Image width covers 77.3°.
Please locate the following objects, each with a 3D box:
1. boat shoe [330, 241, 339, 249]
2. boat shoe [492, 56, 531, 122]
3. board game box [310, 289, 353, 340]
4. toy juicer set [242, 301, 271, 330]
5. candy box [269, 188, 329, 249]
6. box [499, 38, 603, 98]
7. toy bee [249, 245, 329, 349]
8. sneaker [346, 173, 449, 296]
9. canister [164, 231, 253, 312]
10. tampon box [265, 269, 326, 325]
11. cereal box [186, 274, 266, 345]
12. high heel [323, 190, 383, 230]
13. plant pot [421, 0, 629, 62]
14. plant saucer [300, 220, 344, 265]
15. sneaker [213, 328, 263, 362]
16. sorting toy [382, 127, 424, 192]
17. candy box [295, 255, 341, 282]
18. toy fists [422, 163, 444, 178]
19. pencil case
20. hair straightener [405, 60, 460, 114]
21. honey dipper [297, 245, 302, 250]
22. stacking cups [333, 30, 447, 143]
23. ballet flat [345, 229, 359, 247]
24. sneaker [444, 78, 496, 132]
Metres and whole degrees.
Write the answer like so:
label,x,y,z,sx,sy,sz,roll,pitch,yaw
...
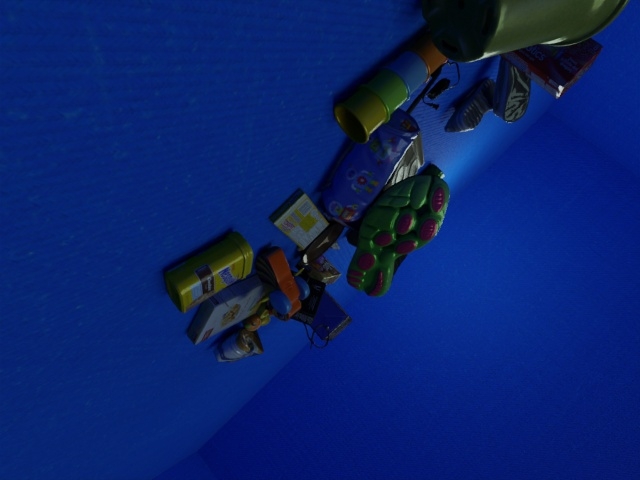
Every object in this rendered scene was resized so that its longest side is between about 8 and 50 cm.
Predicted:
label,x,y,z,sx,sy,sz,roll,pitch,yaw
boat shoe,0.050,0.017,1.500,0.035,0.035,0.100,-18,169,5
boat shoe,0.599,-0.534,1.237,0.118,0.103,0.320,-14,125,-9
board game box,0.005,0.301,1.734,0.141,0.232,0.291,-43,164,-3
toy juicer set,-0.146,0.245,1.475,0.329,0.089,0.209,-23,153,-54
candy box,-0.048,-0.048,1.031,0.105,0.027,0.206,-42,154,0
box,0.581,-0.512,1.059,0.123,0.257,0.128,-49,164,20
toy bee,-0.115,0.167,1.121,0.195,0.298,0.162,-9,177,-41
sneaker,0.199,-0.029,1.138,0.202,0.185,0.483,-65,-178,-39
canister,-0.233,0.068,0.842,0.170,0.073,0.126,-33,160,-31
tampon box,-0.080,0.179,1.279,0.101,0.161,0.120,109,2,-59
cereal box,-0.251,0.188,1.144,0.240,0.047,0.173,-24,153,-52
high heel,0.127,-0.129,1.226,0.181,0.127,0.377,-65,162,11
plant pot,0.325,-0.434,0.679,0.254,0.276,0.276,-28,161,-13
plant saucer,0.000,0.000,1.313,0.198,0.036,0.198,-42,165,-14
sneaker,-0.301,0.387,1.477,0.131,0.112,0.296,-26,162,0
sorting toy,0.248,-0.232,1.237,0.229,0.041,0.307,-61,154,-13
candy box,-0.004,0.110,1.452,0.053,0.109,0.186,-50,163,16
toy fists,0.494,-0.244,1.823,0.142,0.096,0.279,-46,166,10
pencil case,0.107,-0.181,0.972,0.306,0.133,0.119,-57,-168,38
hair straightener,0.260,-0.354,0.978,0.230,0.089,0.047,-45,-178,-9
honey dipper,-0.049,-0.011,1.190,0.030,0.030,0.161,-36,166,-29
stacking cups,0.170,-0.327,0.813,0.316,0.096,0.096,-42,164,-12
ballet flat,0.222,-0.077,1.566,0.280,0.096,0.095,-46,164,5
sneaker,0.525,-0.469,1.391,0.281,0.105,0.115,-41,-162,-27
